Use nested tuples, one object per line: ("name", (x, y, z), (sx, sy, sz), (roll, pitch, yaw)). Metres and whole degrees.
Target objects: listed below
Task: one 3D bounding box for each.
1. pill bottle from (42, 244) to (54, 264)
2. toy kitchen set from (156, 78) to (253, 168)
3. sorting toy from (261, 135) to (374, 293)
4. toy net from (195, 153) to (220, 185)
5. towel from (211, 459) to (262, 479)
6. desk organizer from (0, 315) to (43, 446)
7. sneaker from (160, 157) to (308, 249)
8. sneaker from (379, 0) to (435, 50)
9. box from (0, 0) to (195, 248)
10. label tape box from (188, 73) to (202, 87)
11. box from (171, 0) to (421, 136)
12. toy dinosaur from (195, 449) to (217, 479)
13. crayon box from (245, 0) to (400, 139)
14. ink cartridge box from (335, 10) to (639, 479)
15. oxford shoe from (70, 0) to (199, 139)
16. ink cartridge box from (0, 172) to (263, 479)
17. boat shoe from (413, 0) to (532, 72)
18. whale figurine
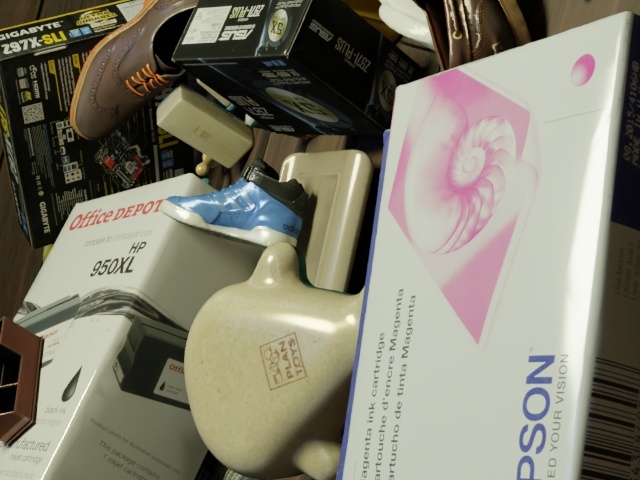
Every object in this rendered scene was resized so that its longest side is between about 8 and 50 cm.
("pill bottle", (-0.308, 0.072, 2.010), (0.334, 0.188, 0.188), (-119, 45, -65))
("toy kitchen set", (-0.105, -0.235, 1.796), (0.207, 0.122, 0.166), (-43, 32, 25))
("sorting toy", (0.000, 0.000, 1.376), (0.196, 0.047, 0.348), (-171, 94, -67))
("toy net", (-0.142, -0.074, 1.864), (0.122, 0.045, 0.232), (88, -172, -64))
("towel", (-0.081, 0.398, 1.350), (0.312, 0.056, 0.324), (16, 90, 69))
("desk organizer", (-0.326, 0.143, 1.422), (0.047, 0.050, 0.130), (-41, 31, 23))
("sneaker", (-0.084, -0.043, 1.382), (0.058, 0.152, 0.084), (30, -104, -64))
("sneaker", (0.100, -0.224, 1.195), (0.094, 0.080, 0.212), (-57, 23, 19))
("box", (-0.310, -0.162, 1.902), (0.079, 0.257, 0.322), (51, 152, 43))
("label tape box", (-0.169, -0.366, 2.030), (0.347, 0.115, 0.249), (155, 125, -70))
("box", (-0.025, -0.166, 1.291), (0.180, 0.147, 0.077), (7, 69, 49))
("toy dinosaur", (-0.206, 0.339, 1.534), (0.322, 0.164, 0.218), (-43, 6, -35))
("crayon box", (0.016, -0.264, 1.451), (0.318, 0.081, 0.202), (137, 142, -60))
("ink cartridge box", (0.094, 0.039, 0.928), (0.330, 0.071, 0.324), (-12, 66, 55))
("oxford shoe", (-0.230, -0.225, 1.761), (0.271, 0.097, 0.098), (-50, 32, 19))
("ink cartridge box", (-0.231, 0.143, 1.512), (0.285, 0.166, 0.395), (-9, 51, 52))
("boat shoe", (0.096, -0.214, 1.084), (0.073, 0.073, 0.207), (85, 167, -60))
("whale figurine", (0.006, 0.103, 1.187), (0.272, 0.141, 0.216), (-28, 71, 39))
